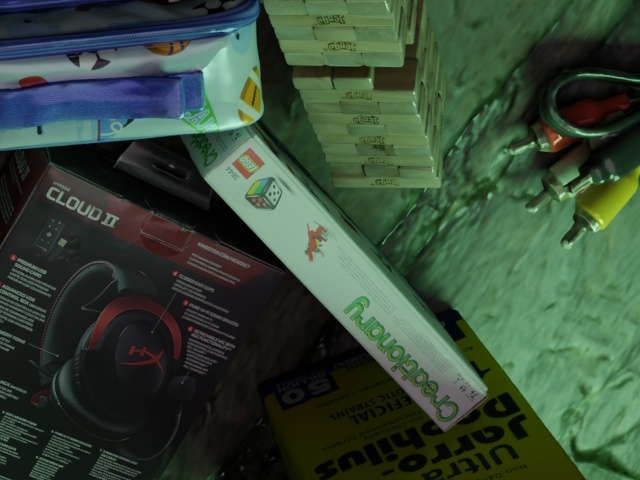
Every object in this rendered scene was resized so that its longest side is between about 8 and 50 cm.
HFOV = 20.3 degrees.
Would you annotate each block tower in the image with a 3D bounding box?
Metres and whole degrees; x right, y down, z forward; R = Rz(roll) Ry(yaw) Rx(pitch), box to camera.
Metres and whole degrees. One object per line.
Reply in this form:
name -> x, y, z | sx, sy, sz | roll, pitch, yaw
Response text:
block tower -> 0.027, -0.155, 1.303 | 0.091, 0.097, 0.335 | 2, 153, 13

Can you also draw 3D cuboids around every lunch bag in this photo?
lunch bag -> -0.186, -0.143, 1.258 | 0.303, 0.243, 0.115 | -8, 116, -12

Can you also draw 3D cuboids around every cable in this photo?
cable -> 0.290, -0.120, 1.534 | 0.287, 0.072, 0.139 | -33, 102, -14

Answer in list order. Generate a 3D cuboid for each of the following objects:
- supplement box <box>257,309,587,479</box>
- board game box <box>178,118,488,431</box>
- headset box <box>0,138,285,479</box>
supplement box -> 0.102, 0.241, 1.455 | 0.194, 0.356, 0.195 | -21, 118, -7
board game box -> 0.000, 0.000, 1.407 | 0.053, 0.193, 0.305 | -41, 118, 4
headset box -> -0.184, 0.057, 1.425 | 0.218, 0.110, 0.293 | 25, 105, -25
